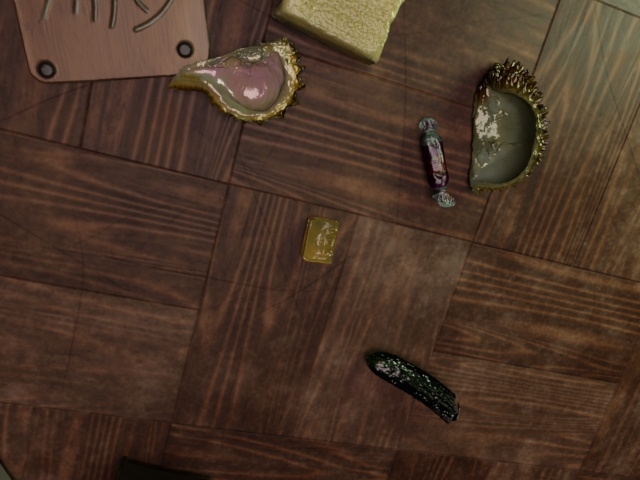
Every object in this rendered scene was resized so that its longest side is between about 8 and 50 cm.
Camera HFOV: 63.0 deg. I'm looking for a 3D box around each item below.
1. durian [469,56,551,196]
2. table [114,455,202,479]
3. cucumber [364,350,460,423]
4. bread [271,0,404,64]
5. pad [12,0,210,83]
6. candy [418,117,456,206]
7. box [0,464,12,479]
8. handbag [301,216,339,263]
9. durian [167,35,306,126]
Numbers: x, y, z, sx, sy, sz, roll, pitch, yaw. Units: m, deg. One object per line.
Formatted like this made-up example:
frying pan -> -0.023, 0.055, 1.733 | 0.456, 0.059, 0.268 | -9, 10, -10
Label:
durian -> 0.349, -0.203, 0.961 | 0.140, 0.144, 0.251 | 0, 113, 11
table -> -0.328, 0.559, 1.007 | 0.193, 0.172, 0.169 | 20, 102, -12
cucumber -> 0.197, 0.297, 1.095 | 0.245, 0.067, 0.067 | 37, 96, -18
bread -> 0.031, -0.386, 0.854 | 0.189, 0.068, 0.125 | 21, 101, -16
pad -> -0.326, -0.397, 0.806 | 0.284, 0.018, 0.286 | -7, 109, -10
candy -> 0.217, -0.145, 0.980 | 0.045, 0.043, 0.174 | -16, 105, -5
box -> -0.723, 0.450, 0.931 | 0.252, 0.106, 0.203 | -22, 108, -6
handbag -> 0.000, 0.000, 0.984 | 0.061, 0.027, 0.083 | 9, 103, -14
durian -> -0.135, -0.263, 0.857 | 0.225, 0.078, 0.140 | -1, 119, -1
